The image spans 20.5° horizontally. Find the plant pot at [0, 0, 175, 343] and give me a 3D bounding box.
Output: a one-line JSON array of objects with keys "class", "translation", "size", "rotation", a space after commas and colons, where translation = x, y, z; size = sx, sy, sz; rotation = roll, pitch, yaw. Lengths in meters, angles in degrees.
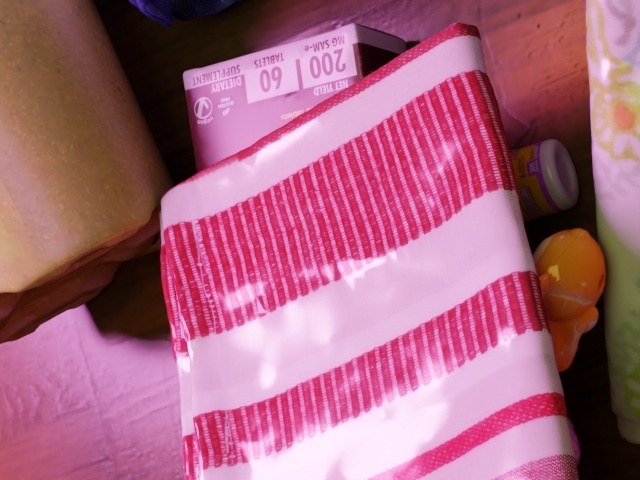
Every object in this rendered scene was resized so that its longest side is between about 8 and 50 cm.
[{"class": "plant pot", "translation": [-0.224, -0.074, 1.131], "size": [0.276, 0.276, 0.254], "rotation": [-34, 85, 22]}]

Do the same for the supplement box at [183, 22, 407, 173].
[{"class": "supplement box", "translation": [0.000, 0.000, 1.092], "size": [0.130, 0.073, 0.240], "rotation": [-13, 82, 28]}]

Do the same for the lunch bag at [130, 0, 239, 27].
[{"class": "lunch bag", "translation": [-0.095, -0.349, 1.029], "size": [0.328, 0.238, 0.385], "rotation": [68, 158, 15]}]

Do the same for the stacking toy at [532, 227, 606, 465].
[{"class": "stacking toy", "translation": [0.084, 0.130, 0.966], "size": [0.165, 0.175, 0.302], "rotation": [26, 106, 25]}]

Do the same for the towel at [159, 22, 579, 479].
[{"class": "towel", "translation": [0.015, 0.063, 0.949], "size": [0.237, 0.037, 0.329], "rotation": [-28, 54, 29]}]

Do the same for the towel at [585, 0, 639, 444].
[{"class": "towel", "translation": [0.289, -0.060, 0.880], "size": [0.320, 0.090, 0.375], "rotation": [2, 106, 28]}]

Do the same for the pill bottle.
[{"class": "pill bottle", "translation": [0.109, -0.029, 1.052], "size": [0.083, 0.043, 0.043], "rotation": [-17, 79, 26]}]
